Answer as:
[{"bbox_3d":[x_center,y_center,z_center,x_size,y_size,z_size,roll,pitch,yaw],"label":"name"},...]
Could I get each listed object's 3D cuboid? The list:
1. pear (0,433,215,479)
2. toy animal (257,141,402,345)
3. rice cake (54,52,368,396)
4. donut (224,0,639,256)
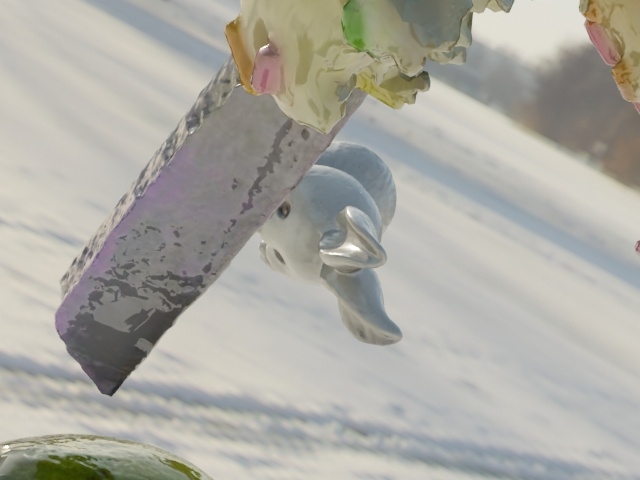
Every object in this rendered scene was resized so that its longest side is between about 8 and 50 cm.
[{"bbox_3d":[-0.130,0.222,1.083,0.269,0.212,0.212,40,-1,-31],"label":"pear"},{"bbox_3d":[0.000,0.001,1.413,0.131,0.103,0.221,4,20,-1],"label":"toy animal"},{"bbox_3d":[-0.036,-0.063,0.965,0.070,0.399,0.064,32,34,-14],"label":"rice cake"},{"bbox_3d":[0.117,-0.108,0.688,0.371,0.150,0.307,29,49,-32],"label":"donut"}]
